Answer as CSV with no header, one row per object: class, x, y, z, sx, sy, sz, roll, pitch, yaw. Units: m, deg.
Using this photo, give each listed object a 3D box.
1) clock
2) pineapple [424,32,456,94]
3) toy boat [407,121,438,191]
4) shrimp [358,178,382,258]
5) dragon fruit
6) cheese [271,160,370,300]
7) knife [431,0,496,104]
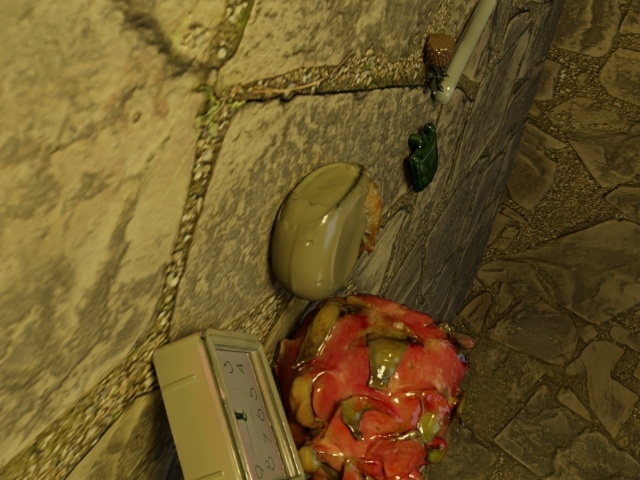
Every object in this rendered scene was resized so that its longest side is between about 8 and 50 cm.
clock,-0.096,0.199,0.713,0.147,0.071,0.192,33,35,-67
pineapple,0.209,-0.316,1.188,0.058,0.058,0.124,-57,165,-28
toy boat,0.215,-0.163,1.365,0.104,0.052,0.210,-66,162,-12
shrimp,0.055,-0.023,1.106,0.132,0.052,0.187,-43,144,-27
dragon fruit,0.049,0.251,0.977,0.263,0.296,0.314,-54,171,-43
cheese,0.000,0.000,0.901,0.175,0.091,0.202,-53,158,-38
knife,0.296,-0.392,1.355,0.265,0.041,0.073,-62,171,-16
